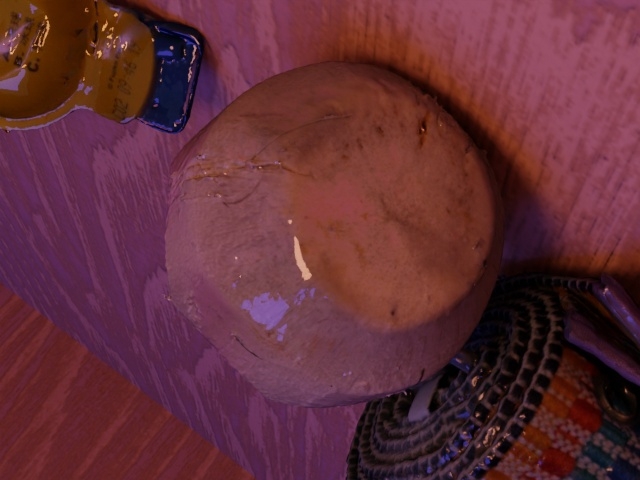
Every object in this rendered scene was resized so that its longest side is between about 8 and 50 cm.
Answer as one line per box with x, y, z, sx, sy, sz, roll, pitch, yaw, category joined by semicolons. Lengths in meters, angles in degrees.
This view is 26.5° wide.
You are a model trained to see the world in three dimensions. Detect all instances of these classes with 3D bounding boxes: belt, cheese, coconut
0.130;0.132;0.982;0.160;0.207;0.295;36;166;-12;belt
-0.222;-0.164;1.112;0.270;0.177;0.069;20;-162;17;cheese
0.001;-0.002;0.923;0.227;0.227;0.230;43;157;-9;coconut
